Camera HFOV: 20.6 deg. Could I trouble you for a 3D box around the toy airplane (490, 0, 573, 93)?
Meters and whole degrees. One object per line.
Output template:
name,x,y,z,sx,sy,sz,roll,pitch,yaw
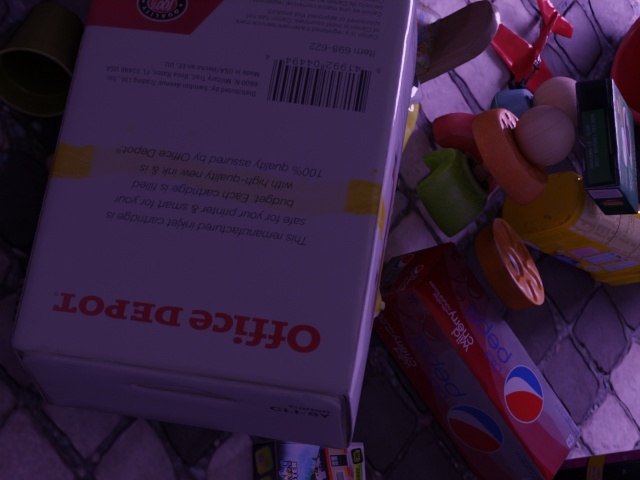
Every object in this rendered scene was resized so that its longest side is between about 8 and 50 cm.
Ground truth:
toy airplane,0.249,-0.218,2.018,0.151,0.028,0.151,12,72,-41

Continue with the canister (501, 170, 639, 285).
canister,0.300,-0.013,1.944,0.170,0.126,0.073,22,67,-34

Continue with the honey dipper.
honey dipper,-0.240,-0.003,1.531,0.030,0.030,0.160,23,63,-35

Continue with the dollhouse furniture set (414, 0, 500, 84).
dollhouse furniture set,0.070,-0.422,1.744,0.362,0.256,0.394,33,57,-26

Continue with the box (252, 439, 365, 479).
box,-0.006,0.294,1.654,0.114,0.036,0.207,7,74,-40

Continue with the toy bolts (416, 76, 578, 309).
toy bolts,0.219,-0.069,1.813,0.218,0.158,0.228,52,23,-22

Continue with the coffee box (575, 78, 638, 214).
coffee box,0.293,-0.091,1.789,0.184,0.040,0.113,21,65,-73

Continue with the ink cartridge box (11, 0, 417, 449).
ink cartridge box,-0.080,-0.037,1.504,0.279,0.160,0.384,8,67,6

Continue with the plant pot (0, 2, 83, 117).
plant pot,-0.242,-0.165,1.546,0.083,0.083,0.079,40,44,-27

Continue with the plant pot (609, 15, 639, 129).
plant pot,0.521,-0.164,2.103,0.243,0.275,0.275,47,52,-33

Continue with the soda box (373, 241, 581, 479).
soda box,0.154,0.133,1.799,0.263,0.092,0.083,54,50,-17

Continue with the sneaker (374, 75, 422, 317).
sneaker,0.000,0.000,1.685,0.147,0.145,0.384,44,64,-34

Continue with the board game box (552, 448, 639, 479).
board game box,0.326,0.323,1.758,0.097,0.303,0.224,16,68,-38
